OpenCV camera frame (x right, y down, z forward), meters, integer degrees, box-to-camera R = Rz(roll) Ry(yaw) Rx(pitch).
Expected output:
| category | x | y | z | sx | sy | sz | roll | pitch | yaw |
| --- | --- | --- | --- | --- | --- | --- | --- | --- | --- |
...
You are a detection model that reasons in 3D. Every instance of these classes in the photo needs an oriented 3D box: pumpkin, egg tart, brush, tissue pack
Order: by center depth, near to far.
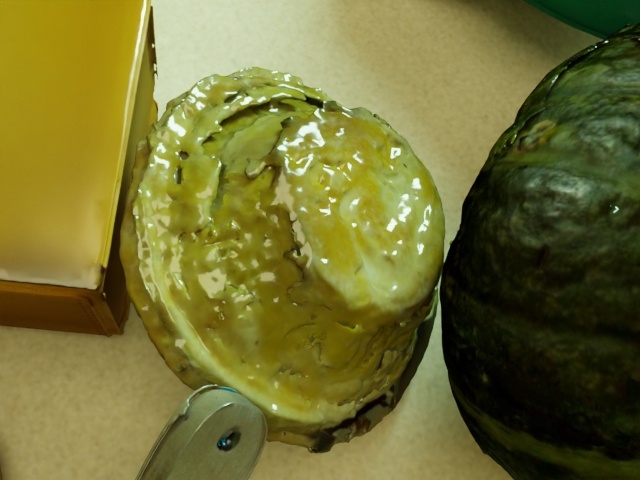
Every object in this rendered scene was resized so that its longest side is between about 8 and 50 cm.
| category | x | y | z | sx | sy | sz | roll | pitch | yaw |
| --- | --- | --- | --- | --- | --- | --- | --- | --- | --- |
| brush | -0.136 | 0.210 | 0.391 | 0.065 | 0.070 | 0.327 | 30 | 87 | 47 |
| pumpkin | 0.216 | 0.023 | 0.438 | 0.321 | 0.192 | 0.320 | -10 | 111 | -26 |
| egg tart | 0.000 | 0.000 | 0.466 | 0.241 | 0.106 | 0.241 | 19 | 59 | -36 |
| tissue pack | -0.247 | -0.057 | 0.468 | 0.275 | 0.145 | 0.194 | 7 | 72 | -7 |

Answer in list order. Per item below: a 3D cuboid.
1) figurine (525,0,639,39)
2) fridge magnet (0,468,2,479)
| category | x | y | z | sx | sy | sz | roll | pitch | yaw |
| --- | --- | --- | --- | --- | --- | --- | --- | --- | --- |
| figurine | 0.217 | -0.269 | 0.561 | 0.340 | 0.231 | 0.323 | 47 | 113 | 4 |
| fridge magnet | -0.253 | 0.152 | 0.436 | 0.143 | 0.063 | 0.143 | 2 | 69 | -5 |
